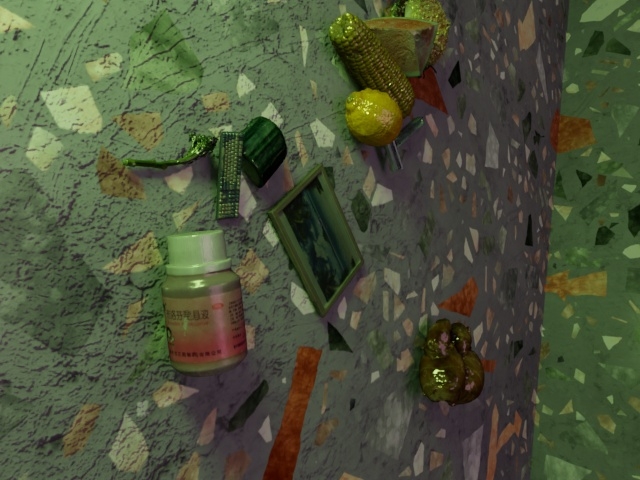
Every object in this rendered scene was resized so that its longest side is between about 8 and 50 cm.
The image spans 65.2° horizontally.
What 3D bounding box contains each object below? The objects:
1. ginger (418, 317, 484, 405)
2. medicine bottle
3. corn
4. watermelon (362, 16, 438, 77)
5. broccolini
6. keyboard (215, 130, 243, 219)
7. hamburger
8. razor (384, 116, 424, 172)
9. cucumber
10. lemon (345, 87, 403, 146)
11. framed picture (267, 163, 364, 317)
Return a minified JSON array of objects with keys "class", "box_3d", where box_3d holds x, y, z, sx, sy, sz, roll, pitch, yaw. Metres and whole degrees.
[{"class":"ginger","box_3d":[0.438,0.409,1.680,0.357,0.152,0.274,22,54,-49]},{"class":"medicine bottle","box_3d":[-0.212,0.108,0.903,0.147,0.147,0.247,-13,99,-49]},{"class":"corn","box_3d":[0.149,-0.460,1.356,0.363,0.120,0.120,41,59,-44]},{"class":"watermelon","box_3d":[0.206,-0.541,1.414,0.128,0.231,0.146,-73,167,-50]},{"class":"broccolini","box_3d":[-0.269,-0.152,0.918,0.194,0.054,0.052,-34,134,-43]},{"class":"keyboard","box_3d":[-0.183,-0.130,1.007,0.055,0.014,0.176,-10,112,-47]},{"class":"hamburger","box_3d":[0.310,-0.634,1.536,0.243,0.138,0.262,-41,119,-42]},{"class":"razor","box_3d":[0.256,-0.318,1.545,0.278,0.056,0.111,-50,125,-47]},{"class":"cucumber","box_3d":[-0.123,-0.189,1.076,0.115,0.062,0.116,-54,127,-30]},{"class":"lemon","box_3d":[0.140,-0.326,1.328,0.187,0.142,0.142,27,69,-35]},{"class":"framed picture","box_3d":[0.000,0.000,1.248,0.232,0.024,0.315,-50,126,-40]}]
